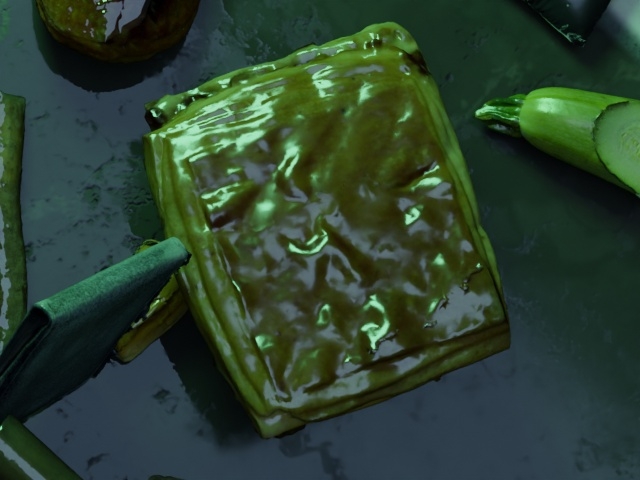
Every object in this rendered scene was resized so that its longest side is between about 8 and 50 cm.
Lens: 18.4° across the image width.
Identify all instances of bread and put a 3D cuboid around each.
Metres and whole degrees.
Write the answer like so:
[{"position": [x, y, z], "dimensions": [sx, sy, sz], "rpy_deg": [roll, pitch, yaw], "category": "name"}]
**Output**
[{"position": [0.000, 0.000, 1.726], "dimensions": [0.277, 0.167, 0.324], "rpy_deg": [-19, 75, -12], "category": "bread"}, {"position": [-0.158, 0.052, 1.751], "dimensions": [0.072, 0.053, 0.106], "rpy_deg": [45, 83, 2], "category": "bread"}]

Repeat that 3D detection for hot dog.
[{"position": [-0.175, -0.266, 1.767], "dimensions": [0.160, 0.099, 0.227], "rpy_deg": [15, 81, -7], "category": "hot dog"}]

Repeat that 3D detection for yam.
[{"position": [-0.282, 0.032, 1.738], "dimensions": [0.045, 0.045, 0.327], "rpy_deg": [-2, 82, 13], "category": "yam"}]

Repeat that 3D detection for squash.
[{"position": [0.243, -0.100, 1.827], "dimensions": [0.200, 0.075, 0.090], "rpy_deg": [15, 106, -6], "category": "squash"}]

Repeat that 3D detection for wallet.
[{"position": [-0.214, 0.086, 1.630], "dimensions": [0.167, 0.222, 0.036], "rpy_deg": [-28, 74, -44], "category": "wallet"}]

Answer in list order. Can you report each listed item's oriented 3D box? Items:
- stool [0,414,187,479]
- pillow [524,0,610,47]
[{"position": [-0.222, 0.289, 1.610], "dimensions": [0.178, 0.272, 0.272], "rpy_deg": [28, 79, 5], "category": "stool"}, {"position": [0.198, -0.295, 1.859], "dimensions": [0.208, 0.055, 0.141], "rpy_deg": [34, 87, -2], "category": "pillow"}]
